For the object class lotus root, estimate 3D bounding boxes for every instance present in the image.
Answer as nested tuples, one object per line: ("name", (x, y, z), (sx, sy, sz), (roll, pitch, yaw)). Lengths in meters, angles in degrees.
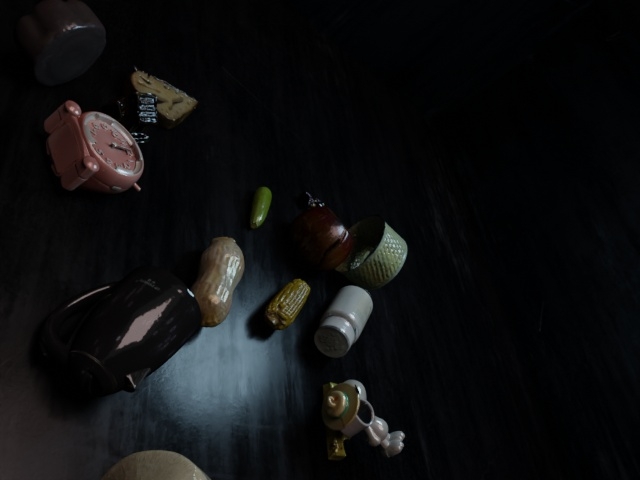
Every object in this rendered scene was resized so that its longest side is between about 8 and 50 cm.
("lotus root", (-0.521, -0.451, 1.808), (0.260, 0.074, 0.170), (25, 43, -40))

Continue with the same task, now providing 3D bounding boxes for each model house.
("model house", (-0.559, -0.373, 1.618), (0.106, 0.152, 0.165), (53, 30, 9))

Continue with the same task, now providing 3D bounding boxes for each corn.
("corn", (-0.104, 0.198, 1.739), (0.097, 0.097, 0.262), (52, 29, -5))

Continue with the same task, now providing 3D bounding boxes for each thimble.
("thimble", (0.187, 0.048, 2.094), (0.150, 0.270, 0.271), (40, 35, -26))

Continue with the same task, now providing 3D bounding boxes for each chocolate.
("chocolate", (-0.028, -0.144, 2.196), (0.147, 0.070, 0.072), (25, 31, -53))
("chocolate", (-0.288, 0.112, 1.540), (0.134, 0.134, 0.309), (37, 36, -26))

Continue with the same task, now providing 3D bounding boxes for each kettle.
("kettle", (-0.455, 0.203, 1.215), (0.268, 0.208, 0.290), (27, 41, 11))

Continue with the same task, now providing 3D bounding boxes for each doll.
("doll", (0.131, 0.527, 1.605), (0.271, 0.144, 0.208), (53, 23, 4))

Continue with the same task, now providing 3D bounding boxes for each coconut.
("coconut", (-0.305, 0.514, 1.009), (0.266, 0.237, 0.238), (87, -5, -55))

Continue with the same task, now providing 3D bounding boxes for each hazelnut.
("hazelnut", (0.000, 0.000, 1.985), (0.234, 0.218, 0.218), (47, 27, 25))

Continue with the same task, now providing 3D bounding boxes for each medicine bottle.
("medicine bottle", (0.079, 0.271, 1.862), (0.143, 0.143, 0.258), (51, 31, -7))

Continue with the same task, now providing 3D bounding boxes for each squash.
("squash", (-0.212, -0.115, 1.914), (0.066, 0.066, 0.201), (38, 39, -24))

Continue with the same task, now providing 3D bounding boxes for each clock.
("clock", (-0.587, -0.224, 1.469), (0.241, 0.142, 0.227), (7, 55, -62))

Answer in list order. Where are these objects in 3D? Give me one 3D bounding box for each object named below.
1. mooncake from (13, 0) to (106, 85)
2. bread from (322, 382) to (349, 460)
("mooncake", (-0.708, -0.539, 1.501), (0.133, 0.245, 0.245), (52, 32, 3))
("bread", (0.053, 0.545, 1.664), (0.088, 0.049, 0.226), (28, 42, -36))
